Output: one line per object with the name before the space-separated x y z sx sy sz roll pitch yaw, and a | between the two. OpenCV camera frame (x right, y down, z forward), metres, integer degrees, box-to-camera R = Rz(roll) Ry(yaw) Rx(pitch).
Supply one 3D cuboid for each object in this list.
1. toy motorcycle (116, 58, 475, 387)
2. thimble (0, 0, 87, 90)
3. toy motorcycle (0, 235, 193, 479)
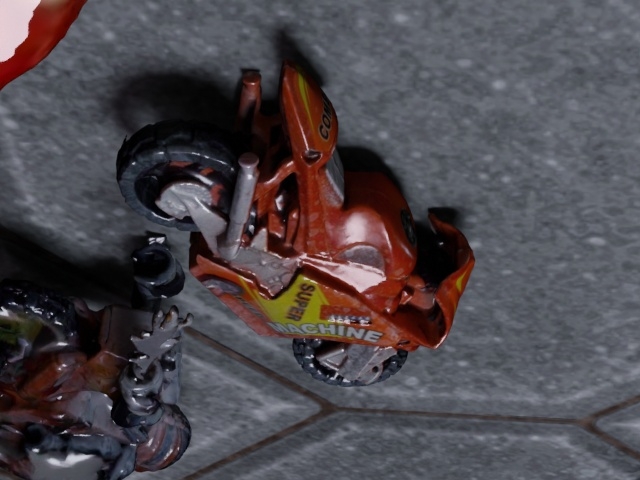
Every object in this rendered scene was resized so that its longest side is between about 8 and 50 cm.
toy motorcycle | -0.002 0.002 1.064 0.171 0.089 0.298 -16 138 27
thimble | -0.168 -0.220 0.573 0.230 0.350 0.350 32 138 -31
toy motorcycle | -0.170 0.096 1.188 0.207 0.134 0.401 16 145 -13
